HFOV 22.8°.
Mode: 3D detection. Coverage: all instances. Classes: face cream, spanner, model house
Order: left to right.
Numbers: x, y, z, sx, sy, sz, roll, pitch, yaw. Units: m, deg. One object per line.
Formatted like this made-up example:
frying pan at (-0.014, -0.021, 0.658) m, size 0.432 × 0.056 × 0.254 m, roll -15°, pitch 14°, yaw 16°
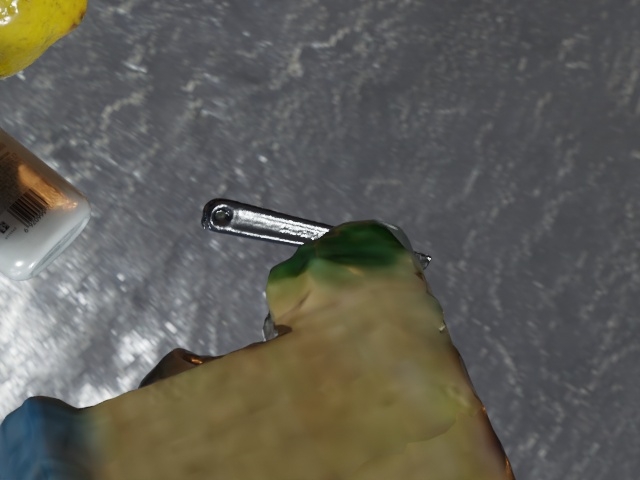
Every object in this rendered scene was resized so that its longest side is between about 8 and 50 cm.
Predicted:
face cream at (-0.420, -0.080, 1.893) m, size 0.291 × 0.071 × 0.144 m, roll 37°, pitch 61°, yaw 6°
model house at (-0.037, 0.260, 0.796) m, size 0.342 × 0.335 × 0.382 m, roll -21°, pitch 136°, yaw 0°
spanner at (0.000, 0.000, 1.210) m, size 0.208 × 0.012 × 0.046 m, roll 12°, pitch 109°, yaw -33°

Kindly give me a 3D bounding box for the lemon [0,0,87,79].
lemon at (-0.392, -0.314, 1.752) m, size 0.293 × 0.293 × 0.293 m, roll -7°, pitch 108°, yaw -23°
